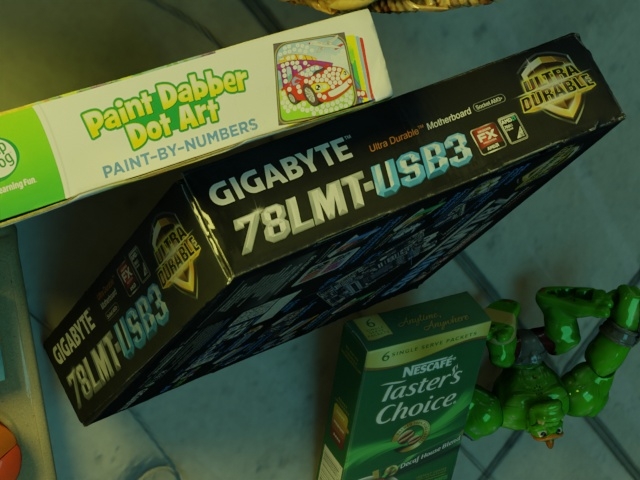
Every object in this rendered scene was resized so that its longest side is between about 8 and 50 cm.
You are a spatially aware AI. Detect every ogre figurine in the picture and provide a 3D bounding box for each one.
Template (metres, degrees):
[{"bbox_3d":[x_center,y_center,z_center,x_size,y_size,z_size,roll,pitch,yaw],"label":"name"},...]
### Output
[{"bbox_3d":[0.177,0.103,1.239,0.197,0.097,0.118,-19,120,-30],"label":"ogre figurine"}]

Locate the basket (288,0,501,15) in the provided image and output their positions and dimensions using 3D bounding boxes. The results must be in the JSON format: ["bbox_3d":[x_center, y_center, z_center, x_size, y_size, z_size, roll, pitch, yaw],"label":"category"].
[{"bbox_3d":[0.038,-0.227,0.840,0.223,0.299,0.214,12,97,-42],"label":"basket"}]

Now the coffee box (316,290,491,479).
[{"bbox_3d":[0.062,0.130,1.159,0.113,0.040,0.184,-11,131,-26],"label":"coffee box"}]

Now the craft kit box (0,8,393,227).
[{"bbox_3d":[-0.128,-0.056,0.822,0.246,0.250,0.061,-18,97,-31],"label":"craft kit box"}]

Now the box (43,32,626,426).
[{"bbox_3d":[0.000,0.000,0.946,0.293,0.295,0.073,-23,79,-30],"label":"box"}]

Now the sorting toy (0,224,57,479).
[{"bbox_3d":[-0.305,0.130,0.901,0.307,0.041,0.229,-19,120,-32],"label":"sorting toy"}]
